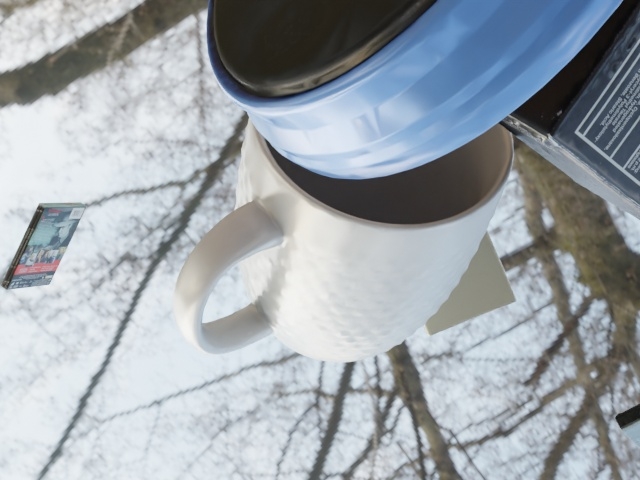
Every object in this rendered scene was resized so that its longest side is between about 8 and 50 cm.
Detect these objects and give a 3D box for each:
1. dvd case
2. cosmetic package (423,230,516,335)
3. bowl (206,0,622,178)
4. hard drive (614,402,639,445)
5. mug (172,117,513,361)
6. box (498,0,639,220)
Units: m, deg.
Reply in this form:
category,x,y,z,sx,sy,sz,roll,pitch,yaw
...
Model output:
category,x,y,z,sx,sy,sz,roll,pitch,yaw
dvd case,-0.345,0.006,1.404,0.013,0.087,0.119,34,-74,19
cosmetic package,0.147,-0.031,1.521,0.129,0.296,0.153,-23,175,4
bowl,0.063,-0.228,0.694,0.391,0.077,0.391,-36,-141,36
hard drive,0.414,0.192,1.304,0.135,0.094,0.022,-30,-121,14
mug,0.000,0.000,1.242,0.374,0.328,0.276,-28,-117,-29
box,0.309,-0.193,1.060,0.296,0.294,0.183,-56,-136,6
